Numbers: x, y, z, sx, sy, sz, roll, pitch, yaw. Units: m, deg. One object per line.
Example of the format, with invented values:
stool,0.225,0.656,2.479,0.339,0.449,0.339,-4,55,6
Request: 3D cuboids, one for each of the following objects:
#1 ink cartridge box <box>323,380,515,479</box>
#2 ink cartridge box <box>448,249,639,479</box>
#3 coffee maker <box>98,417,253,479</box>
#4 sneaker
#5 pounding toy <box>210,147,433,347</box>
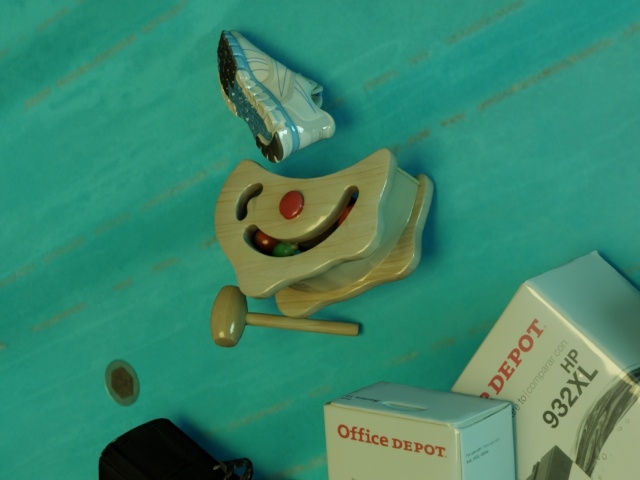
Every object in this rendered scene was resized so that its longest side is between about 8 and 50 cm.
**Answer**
ink cartridge box,0.090,0.239,1.470,0.153,0.087,0.208,7,106,39
ink cartridge box,0.263,0.197,1.461,0.307,0.129,0.223,44,124,21
coffee maker,-0.143,0.266,1.792,0.178,0.120,0.171,31,110,38
sneaker,-0.044,-0.149,1.669,0.071,0.083,0.190,95,152,-43
pounding toy,0.000,0.000,1.662,0.270,0.155,0.154,-23,57,29
